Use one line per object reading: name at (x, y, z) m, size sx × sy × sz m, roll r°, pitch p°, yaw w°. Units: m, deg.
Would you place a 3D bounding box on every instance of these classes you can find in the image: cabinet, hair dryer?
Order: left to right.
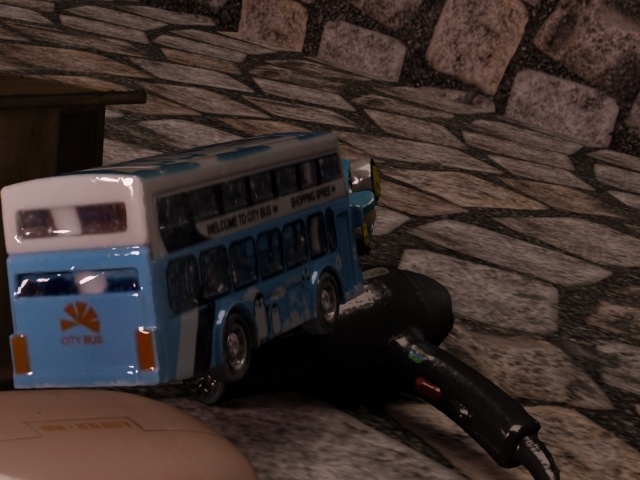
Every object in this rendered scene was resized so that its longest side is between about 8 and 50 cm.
cabinet at (-0.240, -0.018, 0.964) m, size 0.215 × 0.174 × 0.148 m, roll 11°, pitch 11°, yaw 29°
hair dryer at (0.062, 0.104, 1.052) m, size 0.236 × 0.091 × 0.272 m, roll -13°, pitch 31°, yaw -43°

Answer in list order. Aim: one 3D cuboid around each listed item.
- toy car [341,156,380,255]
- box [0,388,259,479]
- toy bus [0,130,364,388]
toy car at (0.000, 0.000, 1.440) m, size 0.126 × 0.098 × 0.161 m, roll -11°, pitch 41°, yaw 8°
box at (-0.124, 0.124, 0.737) m, size 0.200 × 0.088 × 0.146 m, roll 1°, pitch 18°, yaw -41°
toy bus at (-0.071, 0.010, 0.932) m, size 0.106 × 0.131 × 0.297 m, roll -4°, pitch 7°, yaw 23°
